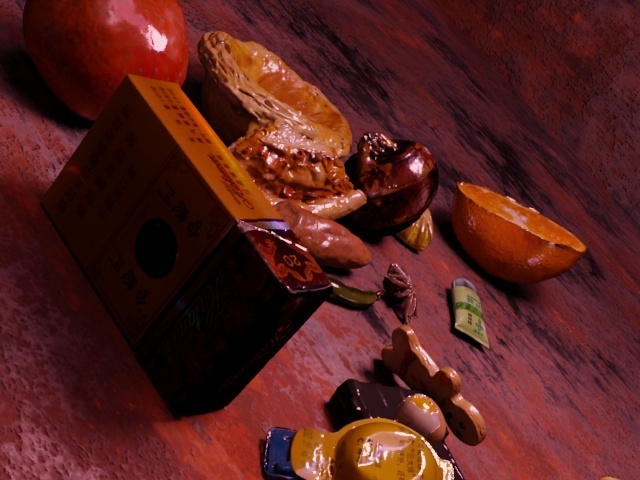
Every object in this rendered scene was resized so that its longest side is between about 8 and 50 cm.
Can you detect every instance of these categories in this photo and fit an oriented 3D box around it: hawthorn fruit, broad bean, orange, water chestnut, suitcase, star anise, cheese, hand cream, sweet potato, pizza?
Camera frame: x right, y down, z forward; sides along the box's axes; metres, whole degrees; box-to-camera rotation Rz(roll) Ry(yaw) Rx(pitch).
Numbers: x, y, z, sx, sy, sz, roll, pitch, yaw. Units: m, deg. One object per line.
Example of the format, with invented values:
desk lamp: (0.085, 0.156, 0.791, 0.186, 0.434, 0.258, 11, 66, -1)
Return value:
hawthorn fruit: (-0.359, -0.341, 1.706, 0.284, 0.284, 0.284, 32, 27, -18)
broad bean: (0.029, 0.083, 1.823, 0.226, 0.039, 0.069, 22, 38, -36)
orange: (0.469, -0.024, 2.356, 0.310, 0.274, 0.274, -5, 28, 8)
water chestnut: (0.138, -0.132, 2.089, 0.224, 0.223, 0.238, -78, 146, -62)
suitcase: (0.142, 0.346, 1.530, 0.206, 0.066, 0.286, 15, 36, -41)
star anise: (0.163, 0.099, 1.965, 0.124, 0.056, 0.129, 65, 20, -9)
cheese: (0.056, 0.312, 1.385, 0.270, 0.069, 0.177, 11, 43, -6)
hand cream: (0.312, 0.147, 2.100, 0.095, 0.046, 0.175, 33, 28, -21)
sweet potato: (0.000, 0.000, 1.851, 0.251, 0.097, 0.097, 22, 31, -31)
pizza: (-0.058, -0.121, 1.869, 0.365, 0.182, 0.074, 18, 9, -35)

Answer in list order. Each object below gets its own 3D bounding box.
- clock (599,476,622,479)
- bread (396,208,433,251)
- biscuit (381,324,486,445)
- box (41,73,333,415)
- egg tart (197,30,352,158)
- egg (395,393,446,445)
clock: (0.509, 0.516, 1.675, 0.096, 0.143, 0.202, 19, 33, -25)
bread: (0.184, -0.053, 2.216, 0.094, 0.083, 0.157, 12, 38, -26)
biscuit: (0.190, 0.249, 1.672, 0.030, 0.153, 0.234, -31, 68, -25)
box: (-0.195, 0.003, 1.380, 0.115, 0.264, 0.415, 2, 46, -55)
egg tart: (-0.114, -0.272, 2.043, 0.388, 0.169, 0.388, 34, 23, -17)
egg: (0.152, 0.274, 1.499, 0.083, 0.071, 0.071, 40, 26, -3)
